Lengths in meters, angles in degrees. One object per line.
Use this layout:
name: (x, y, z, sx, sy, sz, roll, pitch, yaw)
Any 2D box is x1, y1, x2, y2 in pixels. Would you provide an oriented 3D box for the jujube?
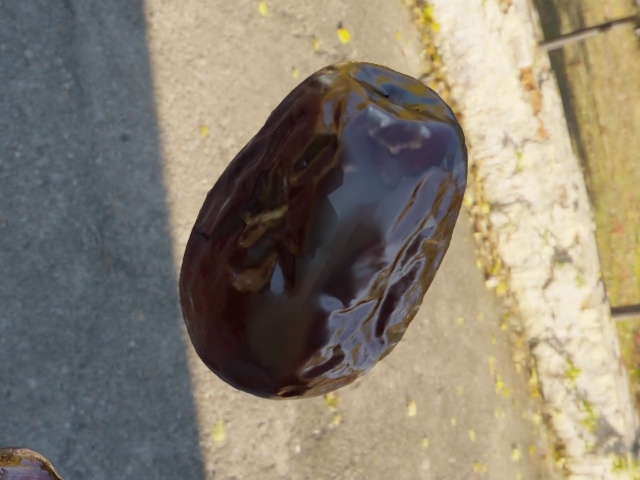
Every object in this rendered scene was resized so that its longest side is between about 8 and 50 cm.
jujube: (0.000, 0.000, 0.819, 0.223, 0.318, 0.223, 20, 34, -14)

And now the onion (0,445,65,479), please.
onion: (-0.548, 0.459, 1.714, 0.159, 0.194, 0.160, -177, -90, -82)
